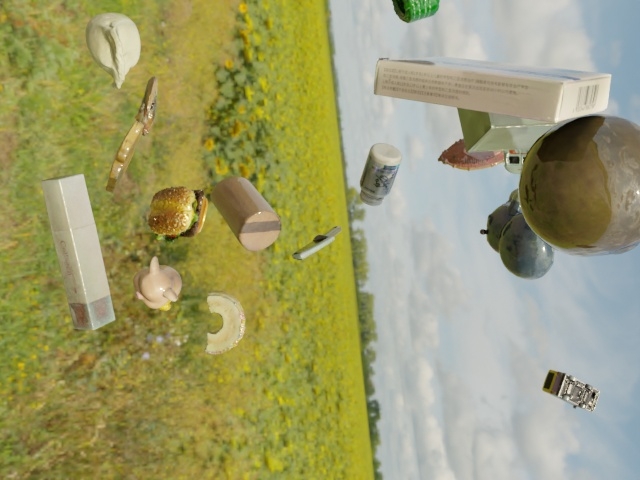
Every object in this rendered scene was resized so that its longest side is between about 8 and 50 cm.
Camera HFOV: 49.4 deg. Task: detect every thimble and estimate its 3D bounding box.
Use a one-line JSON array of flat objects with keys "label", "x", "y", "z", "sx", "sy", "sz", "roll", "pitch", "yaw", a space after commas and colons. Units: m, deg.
[{"label": "thimble", "x": 0.222, "y": -0.582, "z": 1.657, "sx": 0.130, "sy": 0.090, "sz": 0.118, "roll": -143, "pitch": -147, "yaw": -82}]

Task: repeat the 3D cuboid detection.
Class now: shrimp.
[{"label": "shrimp", "x": -0.493, "y": -0.380, "z": 1.961, "sx": 0.132, "sy": 0.051, "sz": 0.188, "roll": 116, "pitch": -19, "yaw": -68}]

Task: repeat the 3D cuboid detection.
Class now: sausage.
[{"label": "sausage", "x": -0.204, "y": -0.082, "z": 1.860, "sx": 0.253, "sy": 0.123, "sz": 0.123, "roll": 49, "pitch": -26, "yaw": 48}]

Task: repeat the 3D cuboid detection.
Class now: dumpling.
[{"label": "dumpling", "x": -0.529, "y": -0.490, "z": 1.786, "sx": 0.252, "sy": 0.131, "sz": 0.180, "roll": -126, "pitch": -152, "yaw": -53}]

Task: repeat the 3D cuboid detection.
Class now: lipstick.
[{"label": "lipstick", "x": -0.585, "y": 0.029, "z": 1.684, "sx": 0.079, "sy": 0.076, "sz": 0.372, "roll": -27, "pitch": 112, "yaw": -54}]

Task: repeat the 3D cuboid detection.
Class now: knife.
[{"label": "knife", "x": 0.001, "y": 0.000, "z": 1.637, "sx": 0.343, "sy": 0.061, "sz": 0.027, "roll": -33, "pitch": 107, "yaw": -68}]

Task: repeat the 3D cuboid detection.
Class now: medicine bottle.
[{"label": "medicine bottle", "x": 0.188, "y": -0.209, "z": 2.239, "sx": 0.107, "sy": 0.106, "sz": 0.192, "roll": -94, "pitch": -164, "yaw": -50}]

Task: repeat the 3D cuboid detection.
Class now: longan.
[{"label": "longan", "x": 0.466, "y": -0.087, "z": 1.189, "sx": 0.258, "sy": 0.257, "sz": 0.258, "roll": -6, "pitch": 90, "yaw": -88}]

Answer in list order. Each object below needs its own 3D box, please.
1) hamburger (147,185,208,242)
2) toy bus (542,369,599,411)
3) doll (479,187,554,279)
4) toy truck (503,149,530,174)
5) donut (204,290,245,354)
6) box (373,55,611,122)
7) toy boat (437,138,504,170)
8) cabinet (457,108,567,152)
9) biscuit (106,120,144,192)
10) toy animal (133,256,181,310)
[{"label": "hamburger", "x": -0.335, "y": -0.062, "z": 1.606, "sx": 0.087, "sy": 0.165, "sz": 0.137, "roll": 15, "pitch": 81, "yaw": -43}, {"label": "toy bus", "x": 0.484, "y": 0.291, "z": 1.347, "sx": 0.058, "sy": 0.102, "sz": 0.052, "roll": 6, "pitch": -110, "yaw": 64}, {"label": "doll", "x": 0.531, "y": -0.008, "z": 1.828, "sx": 0.258, "sy": 0.153, "sz": 0.228, "roll": -126, "pitch": -150, "yaw": -65}, {"label": "toy truck", "x": 0.761, "y": -0.284, "z": 2.304, "sx": 0.136, "sy": 0.305, "sz": 0.163, "roll": -24, "pitch": 115, "yaw": -55}, {"label": "donut", "x": -0.246, "y": 0.217, "z": 1.827, "sx": 0.065, "sy": 0.108, "sz": 0.166, "roll": 25, "pitch": 69, "yaw": -80}, {"label": "box", "x": 0.285, "y": -0.265, "z": 1.183, "sx": 0.200, "sy": 0.343, "sz": 0.065, "roll": -19, "pitch": 119, "yaw": -46}, {"label": "toy boat", "x": 0.601, "y": -0.335, "z": 2.603, "sx": 0.099, "sy": 0.317, "sz": 0.141, "roll": 121, "pitch": -43, "yaw": -78}, {"label": "cabinet", "x": 0.459, "y": -0.309, "z": 1.676, "sx": 0.150, "sy": 0.205, "sz": 0.145, "roll": 125, "pitch": -41, "yaw": -70}, {"label": "biscuit", "x": -0.517, "y": -0.218, "z": 1.818, "sx": 0.225, "sy": 0.036, "sz": 0.166, "roll": -44, "pitch": -156, "yaw": 57}, {"label": "toy animal", "x": -0.567, "y": 0.161, "z": 2.450, "sx": 0.165, "sy": 0.149, "sz": 0.248, "roll": 50, "pitch": -5, "yaw": -2}]
